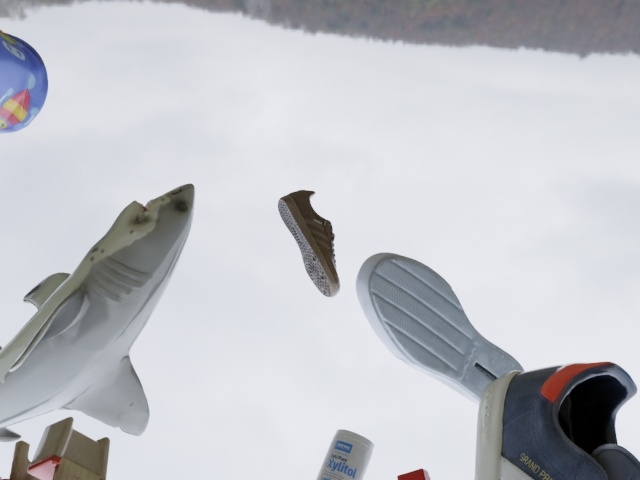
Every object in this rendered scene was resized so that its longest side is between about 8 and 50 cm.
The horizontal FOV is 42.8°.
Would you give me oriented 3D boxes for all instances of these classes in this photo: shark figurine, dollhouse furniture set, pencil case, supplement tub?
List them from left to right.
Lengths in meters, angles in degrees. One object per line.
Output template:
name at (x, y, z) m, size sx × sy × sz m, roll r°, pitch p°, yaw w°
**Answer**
pencil case at (-0.394, -0.206, 0.811) m, size 0.119 × 0.133 × 0.306 m, roll -28°, pitch 166°, yaw 5°
dollhouse furniture set at (-0.425, 0.356, 1.151) m, size 0.259 × 0.262 × 0.135 m, roll -26°, pitch -140°, yaw 27°
shark figurine at (-0.174, 0.097, 0.546) m, size 0.116 × 0.278 × 0.166 m, roll 43°, pitch -154°, yaw -18°
supplement tub at (0.037, 0.364, 1.303) m, size 0.071 × 0.071 × 0.107 m, roll 13°, pitch -117°, yaw 23°

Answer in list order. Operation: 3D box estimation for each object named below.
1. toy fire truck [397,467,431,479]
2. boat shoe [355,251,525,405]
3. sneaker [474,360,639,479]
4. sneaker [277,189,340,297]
toy fire truck at (0.142, 0.430, 1.205) m, size 0.047 × 0.135 × 0.192 m, roll -22°, pitch -121°, yaw 17°
boat shoe at (0.135, 0.123, 1.009) m, size 0.094 × 0.302 × 0.109 m, roll 4°, pitch -125°, yaw 56°
sneaker at (0.206, 0.246, 0.651) m, size 0.148 × 0.131 × 0.350 m, roll -28°, pitch -139°, yaw 37°
sneaker at (0.000, 0.000, 1.364) m, size 0.071 × 0.188 × 0.066 m, roll -25°, pitch 177°, yaw -26°
